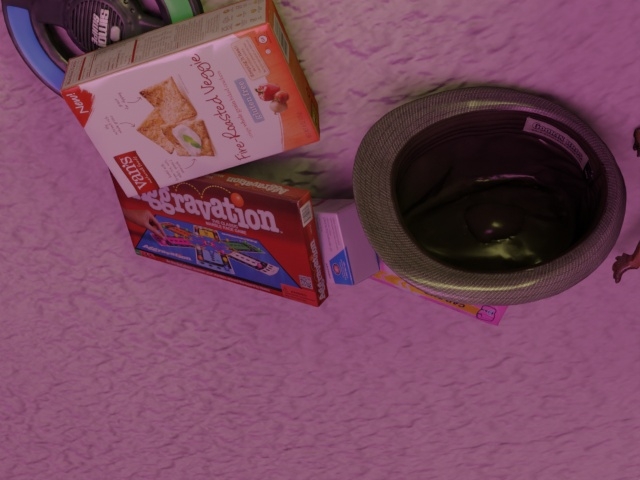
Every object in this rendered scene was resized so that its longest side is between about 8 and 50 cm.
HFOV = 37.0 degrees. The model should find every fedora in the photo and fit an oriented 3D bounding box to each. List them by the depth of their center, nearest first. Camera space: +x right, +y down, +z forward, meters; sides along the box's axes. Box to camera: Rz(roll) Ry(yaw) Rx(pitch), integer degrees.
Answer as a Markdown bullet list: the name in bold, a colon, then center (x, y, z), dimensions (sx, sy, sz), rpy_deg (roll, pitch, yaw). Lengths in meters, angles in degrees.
- **fedora**: center (0.168, -0.031, 0.989), dimensions (0.276, 0.243, 0.124), rpy_deg (-15, 156, -8)

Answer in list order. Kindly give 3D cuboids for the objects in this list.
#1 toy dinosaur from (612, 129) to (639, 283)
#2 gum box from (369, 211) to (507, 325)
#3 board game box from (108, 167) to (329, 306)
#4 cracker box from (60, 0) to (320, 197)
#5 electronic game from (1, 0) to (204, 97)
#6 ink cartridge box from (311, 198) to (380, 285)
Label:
- **toy dinosaur**: center (0.425, -0.023, 0.980), dimensions (0.200, 0.127, 0.295), rpy_deg (1, 110, 1)
- **gum box**: center (0.140, 0.012, 1.106), dimensions (0.188, 0.062, 0.107), rpy_deg (21, 128, -1)
- **board game box**: center (-0.123, -0.017, 1.113), dimensions (0.281, 0.027, 0.145), rpy_deg (14, 130, 31)
- **cracker box**: center (-0.134, -0.149, 1.016), dimensions (0.232, 0.067, 0.155), rpy_deg (-15, 132, 13)
- **electronic game**: center (-0.234, -0.236, 1.028), dimensions (0.229, 0.048, 0.229), rpy_deg (7, 126, 9)
- **ink cartridge box**: center (0.000, 0.000, 1.099), dimensions (0.122, 0.052, 0.088), rpy_deg (4, 113, 46)
